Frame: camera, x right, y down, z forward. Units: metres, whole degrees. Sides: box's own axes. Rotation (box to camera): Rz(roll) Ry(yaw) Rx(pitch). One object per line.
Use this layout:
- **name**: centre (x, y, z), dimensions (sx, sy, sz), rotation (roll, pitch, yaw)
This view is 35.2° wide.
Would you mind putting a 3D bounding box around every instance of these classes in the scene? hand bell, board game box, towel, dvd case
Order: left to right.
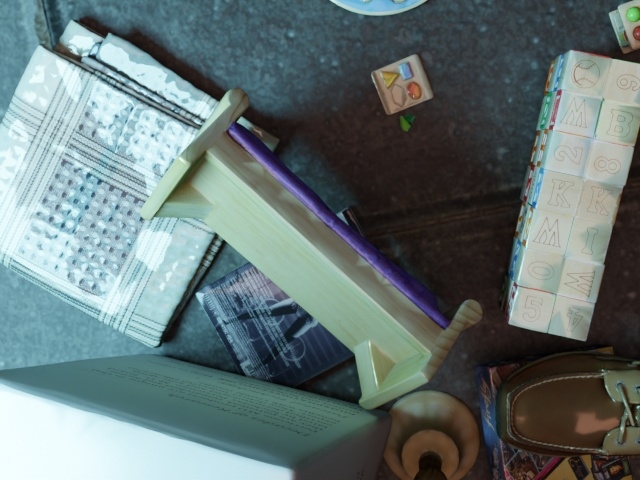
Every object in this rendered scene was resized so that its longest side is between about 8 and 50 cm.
- **towel**: centre (-0.257, -0.071, 1.244), dimensions (0.312, 0.056, 0.324), rotation (30, 96, 3)
- **dvd case**: centre (-0.021, 0.083, 1.252), dimensions (0.221, 0.018, 0.164), rotation (-29, 91, 8)
- **hand bell**: centre (0.126, 0.258, 1.139), dimensions (0.126, 0.242, 0.126), rotation (0, 95, 5)
- **board game box**: centre (0.279, 0.254, 1.184), dimensions (0.165, 0.042, 0.243), rotation (-7, 88, -16)

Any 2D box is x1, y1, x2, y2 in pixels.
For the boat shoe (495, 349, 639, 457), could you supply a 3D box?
- **boat shoe**: centre (0.359, 0.183, 1.125), dimensions (0.324, 0.120, 0.122), rotation (-1, 86, -15)

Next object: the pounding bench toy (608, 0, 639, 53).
- **pounding bench toy**: centre (0.364, -0.264, 1.159), dimensions (0.052, 0.065, 0.083), rotation (-19, 92, 7)

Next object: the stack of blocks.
- **stack of blocks**: centre (0.278, -0.053, 1.133), dimensions (0.087, 0.171, 0.297), rotation (12, 97, 5)

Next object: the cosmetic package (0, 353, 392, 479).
- **cosmetic package**: centre (-0.149, 0.316, 1.044), dimensions (0.328, 0.394, 0.329), rotation (13, 91, 16)

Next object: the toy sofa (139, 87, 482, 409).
- **toy sofa**: centre (0.000, 0.000, 1.114), dimensions (0.362, 0.150, 0.177), rotation (42, 57, -4)

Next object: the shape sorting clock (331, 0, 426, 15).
- **shape sorting clock**: centre (0.070, -0.371, 1.192), dimensions (0.206, 0.040, 0.206), rotation (1, 95, 6)

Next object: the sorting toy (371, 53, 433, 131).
- **sorting toy**: centre (0.104, -0.176, 1.219), dimensions (0.062, 0.012, 0.083), rotation (-21, 92, 7)
